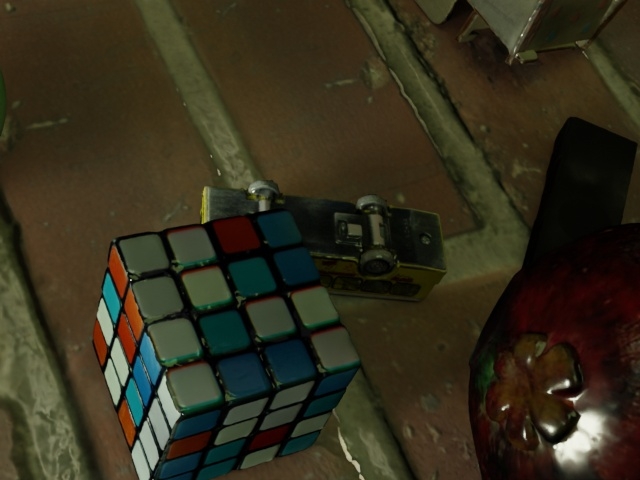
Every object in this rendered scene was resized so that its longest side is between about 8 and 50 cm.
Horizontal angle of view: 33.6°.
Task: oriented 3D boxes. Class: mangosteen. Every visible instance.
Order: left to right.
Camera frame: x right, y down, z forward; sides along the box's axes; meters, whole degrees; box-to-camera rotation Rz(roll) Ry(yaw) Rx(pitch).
[{"bbox_3d":[0.262,0.131,0.839,0.311,0.311,0.311,8,54,-11],"label":"mangosteen"}]

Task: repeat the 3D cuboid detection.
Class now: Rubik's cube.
[{"bbox_3d":[-0.081,0.087,0.833,0.151,0.154,0.155,-11,61,-24],"label":"Rubik's cube"}]

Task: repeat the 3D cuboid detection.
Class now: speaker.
[{"bbox_3d":[0.266,-0.031,1.093,0.082,0.044,0.218,24,53,1],"label":"speaker"}]

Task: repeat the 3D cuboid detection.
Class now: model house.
[{"bbox_3d":[0.231,-0.361,1.256,0.244,0.169,0.326,-19,65,-36],"label":"model house"}]

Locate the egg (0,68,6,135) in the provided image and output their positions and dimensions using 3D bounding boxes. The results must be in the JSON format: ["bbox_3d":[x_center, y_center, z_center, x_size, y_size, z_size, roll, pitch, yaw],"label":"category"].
[{"bbox_3d":[-0.388,-0.111,0.839,0.270,0.220,0.220,-4,56,-33],"label":"egg"}]

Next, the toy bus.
[{"bbox_3d":[0.000,0.000,0.971,0.226,0.074,0.081,5,56,-15],"label":"toy bus"}]
